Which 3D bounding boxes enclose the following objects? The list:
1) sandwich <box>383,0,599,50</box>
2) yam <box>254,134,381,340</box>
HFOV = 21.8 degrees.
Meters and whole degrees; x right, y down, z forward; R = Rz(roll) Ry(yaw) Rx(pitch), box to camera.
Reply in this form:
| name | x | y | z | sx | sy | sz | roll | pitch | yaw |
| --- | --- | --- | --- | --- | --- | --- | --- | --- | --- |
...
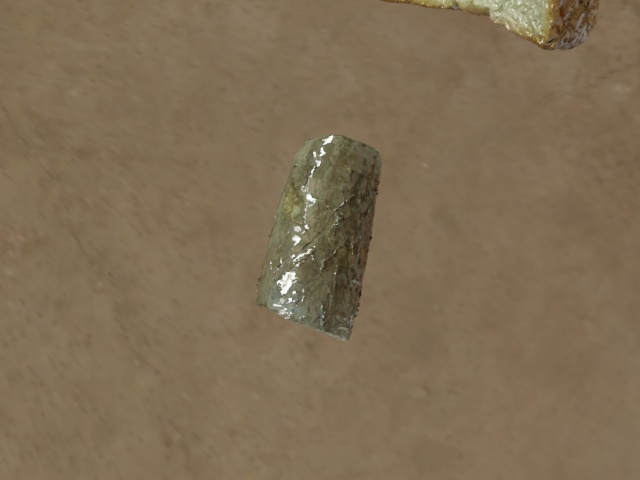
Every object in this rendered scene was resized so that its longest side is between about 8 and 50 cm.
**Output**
| name | x | y | z | sx | sy | sz | roll | pitch | yaw |
| --- | --- | --- | --- | --- | --- | --- | --- | --- | --- |
| sandwich | 0.184 | -0.356 | 1.813 | 0.099 | 0.288 | 0.254 | -24 | 122 | -38 |
| yam | 0.000 | 0.000 | 1.536 | 0.107 | 0.107 | 0.183 | 20 | 76 | -23 |
